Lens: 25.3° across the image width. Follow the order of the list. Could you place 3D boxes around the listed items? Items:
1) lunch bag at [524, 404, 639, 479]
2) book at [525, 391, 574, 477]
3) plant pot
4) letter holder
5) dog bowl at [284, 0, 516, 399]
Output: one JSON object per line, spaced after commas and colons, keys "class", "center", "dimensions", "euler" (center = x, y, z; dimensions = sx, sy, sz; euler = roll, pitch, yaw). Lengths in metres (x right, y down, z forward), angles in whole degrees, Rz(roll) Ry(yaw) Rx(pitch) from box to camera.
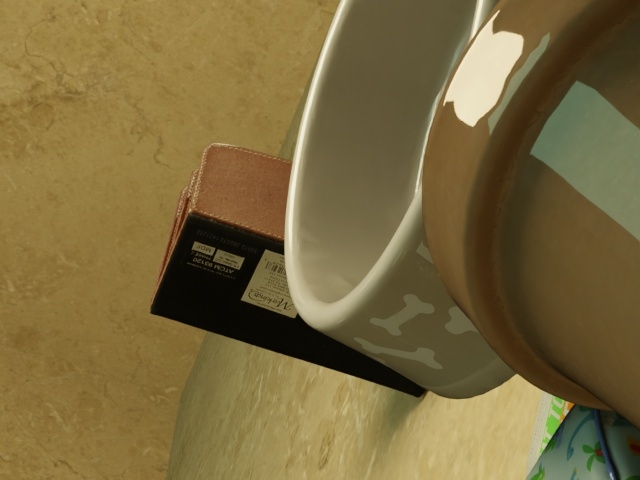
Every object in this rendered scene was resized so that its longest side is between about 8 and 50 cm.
{"class": "lunch bag", "center": [0.164, 0.207, 0.812], "dimensions": [0.219, 0.090, 0.176], "euler": [-89, 21, -61]}
{"class": "book", "center": [0.186, 0.146, 0.998], "dimensions": [0.144, 0.035, 0.096], "euler": [-136, 61, -78]}
{"class": "plant pot", "center": [0.201, 0.011, 0.607], "dimensions": [0.263, 0.263, 0.229], "euler": [-67, 29, 26]}
{"class": "letter holder", "center": [0.000, 0.000, 1.500], "dimensions": [0.214, 0.301, 0.152], "euler": [-82, 14, -48]}
{"class": "dog bowl", "center": [0.078, -0.081, 0.883], "dimensions": [0.349, 0.102, 0.349], "euler": [-165, 90, -74]}
